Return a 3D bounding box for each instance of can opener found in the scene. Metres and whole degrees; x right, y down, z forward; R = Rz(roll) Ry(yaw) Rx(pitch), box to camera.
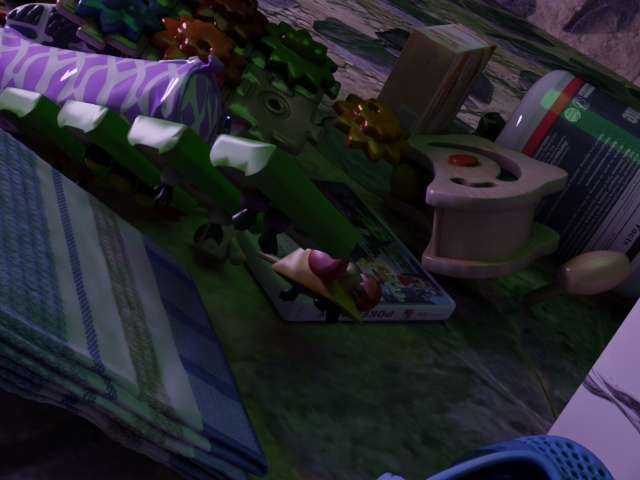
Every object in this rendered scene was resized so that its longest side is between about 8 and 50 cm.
[{"bbox_3d":[0.258,-0.123,1.160,0.073,0.059,0.186,20,27,-16],"label":"can opener"}]

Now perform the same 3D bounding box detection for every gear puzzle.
[{"bbox_3d":[-0.054,-0.165,0.749,0.339,0.044,0.175,31,42,-12],"label":"gear puzzle"}]

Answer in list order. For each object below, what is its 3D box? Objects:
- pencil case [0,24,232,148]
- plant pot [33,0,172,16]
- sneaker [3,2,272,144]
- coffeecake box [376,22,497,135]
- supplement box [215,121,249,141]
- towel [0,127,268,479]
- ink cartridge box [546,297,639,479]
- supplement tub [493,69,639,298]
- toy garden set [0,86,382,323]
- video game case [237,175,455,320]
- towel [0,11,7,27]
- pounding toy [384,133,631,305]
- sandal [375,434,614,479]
[{"bbox_3d":[-0.178,-0.115,0.651,0.206,0.088,0.086,11,7,11],"label":"pencil case"},{"bbox_3d":[-0.275,-0.382,0.907,0.280,0.323,0.323,16,24,14],"label":"plant pot"},{"bbox_3d":[-0.168,-0.141,0.789,0.275,0.107,0.110,17,9,-30],"label":"sneaker"},{"bbox_3d":[0.152,-0.213,1.127,0.068,0.142,0.185,36,28,14],"label":"coffeecake box"},{"bbox_3d":[-0.112,-0.073,0.714,0.062,0.036,0.098,17,34,28],"label":"supplement box"},{"bbox_3d":[-0.148,0.016,0.450,0.285,0.034,0.209,42,12,-42],"label":"towel"},{"bbox_3d":[0.274,0.111,0.590,0.160,0.219,0.092,9,29,-34],"label":"ink cartridge box"},{"bbox_3d":[0.332,-0.054,0.960,0.272,0.191,0.191,34,27,12],"label":"supplement tub"},{"bbox_3d":[-0.085,-0.014,0.576,0.244,0.049,0.204,16,-17,35],"label":"toy garden set"},{"bbox_3d":[0.000,0.000,0.748,0.183,0.023,0.201,4,34,-38],"label":"video game case"},{"bbox_3d":[-0.437,-0.227,0.736,0.275,0.031,0.199,24,26,-7],"label":"towel"},{"bbox_3d":[0.145,0.000,0.803,0.154,0.155,0.269,-10,25,-25],"label":"pounding toy"},{"bbox_3d":[0.087,0.161,0.422,0.126,0.138,0.317,40,27,26],"label":"sandal"}]
